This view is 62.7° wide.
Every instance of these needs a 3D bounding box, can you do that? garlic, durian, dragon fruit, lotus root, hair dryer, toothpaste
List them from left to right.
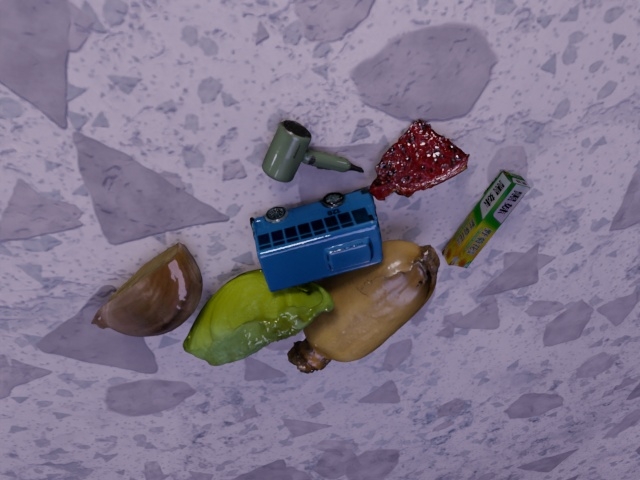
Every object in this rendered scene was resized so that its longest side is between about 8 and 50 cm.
[{"bbox_3d":[-0.245,0.088,0.795,0.195,0.087,0.101,-34,117,20],"label":"garlic"},{"bbox_3d":[-0.097,0.116,0.817,0.250,0.139,0.101,-24,138,8],"label":"durian"},{"bbox_3d":[0.001,-0.108,0.711,0.150,0.047,0.071,10,127,-30],"label":"hair dryer"},{"bbox_3d":[0.068,0.101,0.853,0.146,0.131,0.303,40,114,-14],"label":"lotus root"},{"bbox_3d":[0.136,-0.098,0.751,0.097,0.063,0.131,44,102,3],"label":"dragon fruit"},{"bbox_3d":[0.263,-0.030,0.850,0.043,0.037,0.178,13,127,-23],"label":"toothpaste"}]

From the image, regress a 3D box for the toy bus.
[{"bbox_3d":[0.000,0.000,0.761,0.185,0.106,0.090,-15,130,-1],"label":"toy bus"}]
